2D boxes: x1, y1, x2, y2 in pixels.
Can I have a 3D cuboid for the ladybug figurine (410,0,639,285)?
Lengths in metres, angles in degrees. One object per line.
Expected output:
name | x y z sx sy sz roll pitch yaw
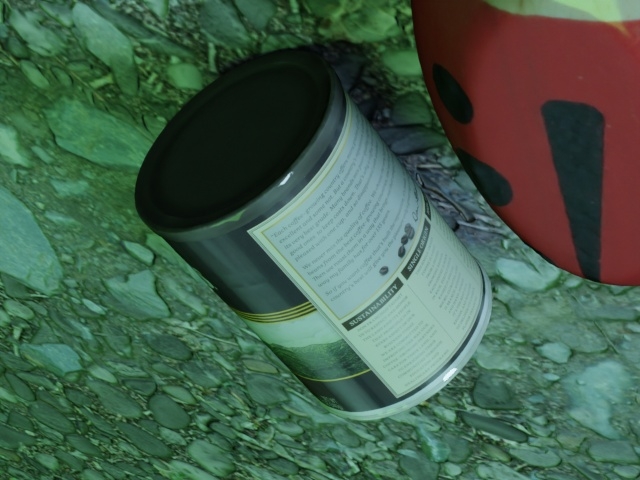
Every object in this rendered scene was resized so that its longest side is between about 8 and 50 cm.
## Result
ladybug figurine | 0.199 -0.112 0.975 0.305 0.162 0.449 9 146 26

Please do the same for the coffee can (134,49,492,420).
coffee can | 0.000 0.000 1.259 0.202 0.201 0.275 -4 139 41
